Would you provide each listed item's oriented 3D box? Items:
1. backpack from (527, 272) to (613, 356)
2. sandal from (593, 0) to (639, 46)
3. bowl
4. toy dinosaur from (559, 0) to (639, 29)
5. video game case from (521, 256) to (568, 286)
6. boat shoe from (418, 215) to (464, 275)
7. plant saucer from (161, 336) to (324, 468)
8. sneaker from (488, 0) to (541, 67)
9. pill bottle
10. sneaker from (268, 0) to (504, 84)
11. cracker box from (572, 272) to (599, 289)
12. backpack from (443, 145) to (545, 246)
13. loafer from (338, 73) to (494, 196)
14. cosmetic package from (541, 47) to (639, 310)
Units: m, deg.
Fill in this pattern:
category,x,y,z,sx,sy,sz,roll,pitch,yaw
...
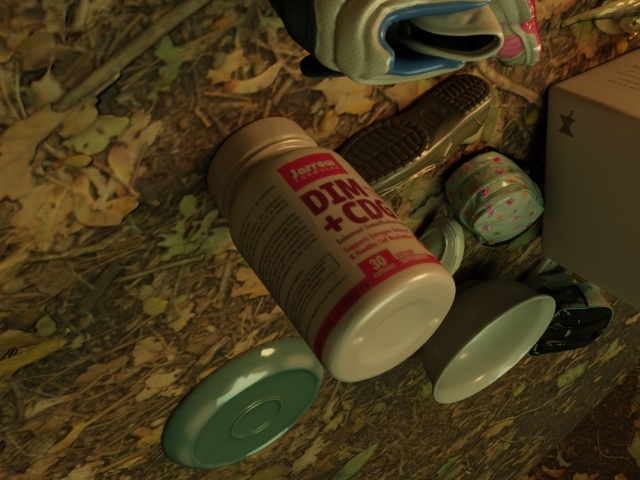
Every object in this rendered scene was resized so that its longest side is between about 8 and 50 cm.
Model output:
category,x,y,z,sx,sy,sz,roll,pitch,yaw
backpack,0.524,0.158,1.712,0.188,0.144,0.165,2,132,-17
sandal,0.507,-0.326,1.190,0.240,0.079,0.088,-5,135,-43
bowl,0.302,0.171,1.552,0.298,0.134,0.298,-28,148,-19
toy dinosaur,0.460,-0.351,1.088,0.268,0.064,0.118,-10,129,-19
video game case,0.493,0.091,1.765,0.143,0.019,0.157,3,128,-49
boat shoe,0.160,0.056,1.306,0.081,0.079,0.227,-18,146,-39
plant saucer,-0.116,0.288,1.345,0.318,0.043,0.317,-28,146,-20
sneaker,0.194,-0.266,0.927,0.111,0.102,0.252,-7,170,18
pill bottle,0.000,0.000,0.867,0.160,0.283,0.160,-28,147,-20
sneaker,0.113,-0.240,0.728,0.323,0.236,0.130,-24,146,-23
cracker box,0.616,0.004,1.723,0.155,0.067,0.232,-47,148,-5
backpack,0.274,-0.066,1.240,0.152,0.115,0.182,-43,146,10
loafer,0.127,-0.118,1.034,0.251,0.094,0.087,-32,144,-13
cosmetic package,0.609,-0.115,1.258,0.394,0.329,0.327,-24,127,-23
